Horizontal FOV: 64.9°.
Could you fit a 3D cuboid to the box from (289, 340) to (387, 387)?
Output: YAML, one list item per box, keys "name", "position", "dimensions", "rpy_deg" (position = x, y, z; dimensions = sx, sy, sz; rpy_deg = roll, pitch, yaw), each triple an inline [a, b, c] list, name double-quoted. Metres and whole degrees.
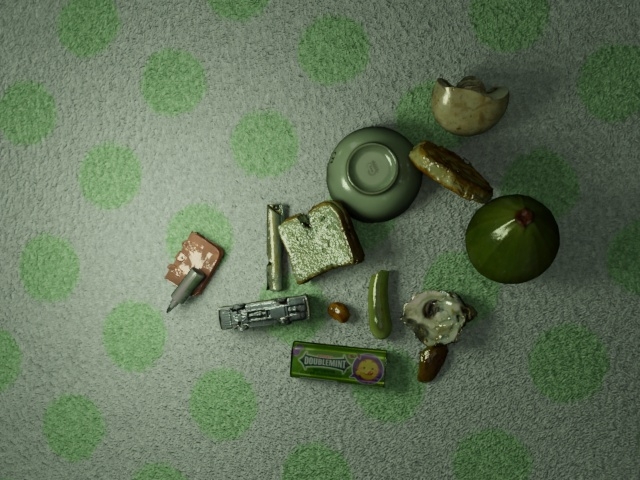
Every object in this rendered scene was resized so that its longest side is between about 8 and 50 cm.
- name: "box"
  position: [0.062, 0.443, 1.810]
  dimensions: [0.346, 0.097, 0.134]
  rpy_deg: [5, 91, 8]

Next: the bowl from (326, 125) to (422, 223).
- name: "bowl"
  position: [0.183, -0.238, 1.752]
  dimensions: [0.354, 0.185, 0.353]
  rpy_deg: [0, 90, 8]

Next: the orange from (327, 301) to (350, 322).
- name: "orange"
  position: [0.067, 0.256, 1.823]
  dimensions: [0.086, 0.086, 0.062]
  rpy_deg: [35, 71, 6]

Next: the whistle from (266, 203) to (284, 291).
- name: "whistle"
  position: [-0.167, 0.027, 1.862]
  dimensions: [0.068, 0.057, 0.326]
  rpy_deg: [1, 90, 6]

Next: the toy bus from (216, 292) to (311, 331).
- name: "toy bus"
  position: [-0.201, 0.262, 1.826]
  dimensions: [0.343, 0.138, 0.097]
  rpy_deg: [-9, 87, 8]

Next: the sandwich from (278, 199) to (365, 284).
- name: "sandwich"
  position: [-0.001, 0.000, 1.775]
  dimensions: [0.273, 0.095, 0.249]
  rpy_deg: [-23, 86, 31]

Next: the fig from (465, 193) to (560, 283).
- name: "fig"
  position: [0.622, -0.016, 1.628]
  dimensions: [0.316, 0.316, 0.316]
  rpy_deg: [0, 90, 8]

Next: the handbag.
- name: "handbag"
  position: [-0.479, 0.089, 1.903]
  dimensions: [0.157, 0.059, 0.212]
  rpy_deg: [32, 95, 6]

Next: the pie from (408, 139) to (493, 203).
- name: "pie"
  position: [0.439, -0.221, 1.669]
  dimensions: [0.315, 0.315, 0.092]
  rpy_deg: [35, 114, 6]

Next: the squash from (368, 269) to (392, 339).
- name: "squash"
  position: [0.213, 0.230, 1.804]
  dimensions: [0.083, 0.083, 0.250]
  rpy_deg: [-2, 86, 8]

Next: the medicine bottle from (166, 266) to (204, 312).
- name: "medicine bottle"
  position: [-0.507, 0.190, 1.852]
  dimensions: [0.058, 0.057, 0.199]
  rpy_deg: [39, 96, 6]

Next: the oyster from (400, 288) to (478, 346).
- name: "oyster"
  position: [0.409, 0.266, 1.775]
  dimensions: [0.223, 0.083, 0.214]
  rpy_deg: [40, 86, 23]

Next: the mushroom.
- name: "mushroom"
  position: [0.499, -0.458, 1.729]
  dimensions: [0.254, 0.195, 0.189]
  rpy_deg: [13, 125, 1]

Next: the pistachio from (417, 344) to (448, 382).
- name: "pistachio"
  position: [0.392, 0.431, 1.791]
  dimensions: [0.090, 0.049, 0.173]
  rpy_deg: [27, 93, 7]
